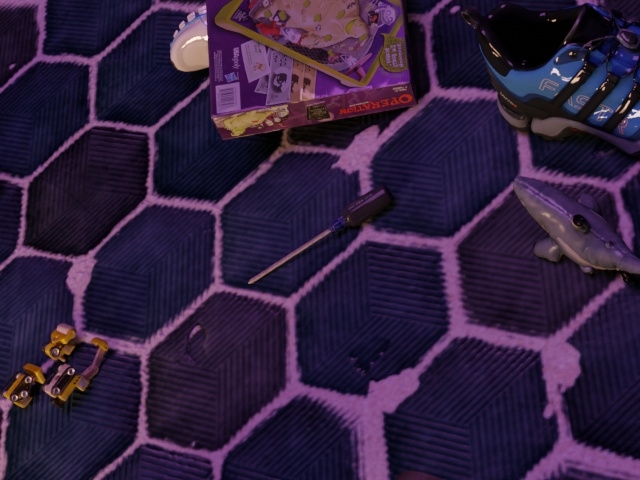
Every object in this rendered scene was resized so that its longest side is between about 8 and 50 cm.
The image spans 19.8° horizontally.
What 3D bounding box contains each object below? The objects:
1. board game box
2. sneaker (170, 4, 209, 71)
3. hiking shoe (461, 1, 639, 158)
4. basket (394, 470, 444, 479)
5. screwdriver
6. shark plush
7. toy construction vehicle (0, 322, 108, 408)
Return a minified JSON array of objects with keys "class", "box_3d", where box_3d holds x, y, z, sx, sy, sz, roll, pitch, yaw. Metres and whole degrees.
[{"class":"board game box","box_3d":[-0.017,-0.273,1.938,0.208,0.056,0.347,-11,57,12]},{"class":"sneaker","box_3d":[-0.078,-0.220,1.991,0.191,0.071,0.083,-22,51,18]},{"class":"hiking shoe","box_3d":[0.270,-0.147,1.644,0.304,0.132,0.113,5,59,37]},{"class":"basket","box_3d":[0.054,0.304,1.410,0.204,0.154,0.227,8,56,53]},{"class":"screwdriver","box_3d":[0.000,0.000,1.793,0.170,0.024,0.025,-37,72,11]},{"class":"shark plush","box_3d":[0.227,0.000,1.599,0.073,0.067,0.161,-37,43,2]},{"class":"toy construction vehicle","box_3d":[-0.265,0.133,1.854,0.086,0.035,0.098,9,58,51]}]
